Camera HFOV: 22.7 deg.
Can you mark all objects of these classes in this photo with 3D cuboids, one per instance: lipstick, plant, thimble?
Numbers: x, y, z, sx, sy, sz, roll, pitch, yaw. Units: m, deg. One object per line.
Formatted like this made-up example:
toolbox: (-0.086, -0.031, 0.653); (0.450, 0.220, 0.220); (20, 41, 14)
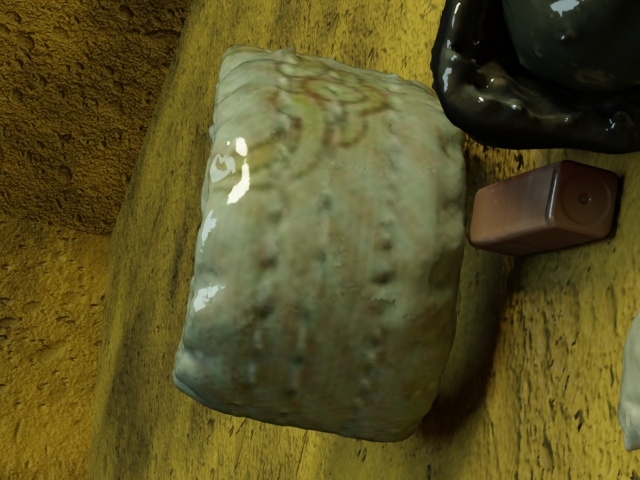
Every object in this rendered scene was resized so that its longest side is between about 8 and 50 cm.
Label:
lipstick: (0.142, -0.019, 1.031); (0.145, 0.045, 0.045); (161, 120, -75)
plant: (0.140, -0.131, 0.945); (0.256, 0.142, 0.164); (135, 146, -72)
thimble: (0.000, 0.000, 1.197); (0.291, 0.195, 0.291); (-170, 90, -85)

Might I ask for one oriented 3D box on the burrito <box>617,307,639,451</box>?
burrito: (0.224, -0.032, 0.657); (0.117, 0.076, 0.392); (-94, 22, -46)
